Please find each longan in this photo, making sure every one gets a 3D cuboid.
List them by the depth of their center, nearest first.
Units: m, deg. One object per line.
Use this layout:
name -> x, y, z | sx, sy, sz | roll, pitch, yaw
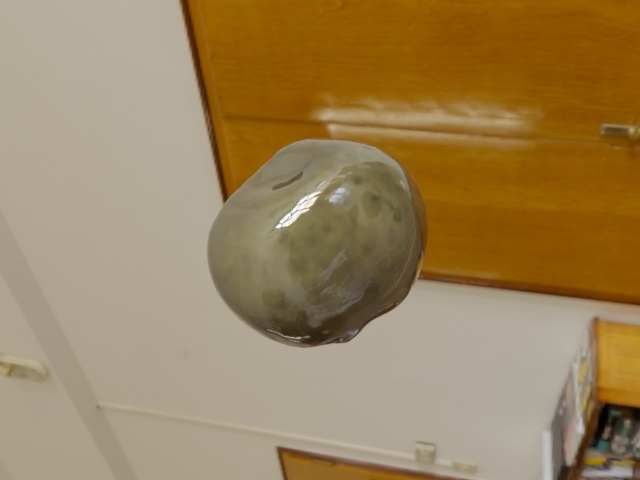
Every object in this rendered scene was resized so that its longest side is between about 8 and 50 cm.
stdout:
longan -> 0.000, 0.000, 1.048 | 0.350, 0.288, 0.288 | -36, -39, -30
